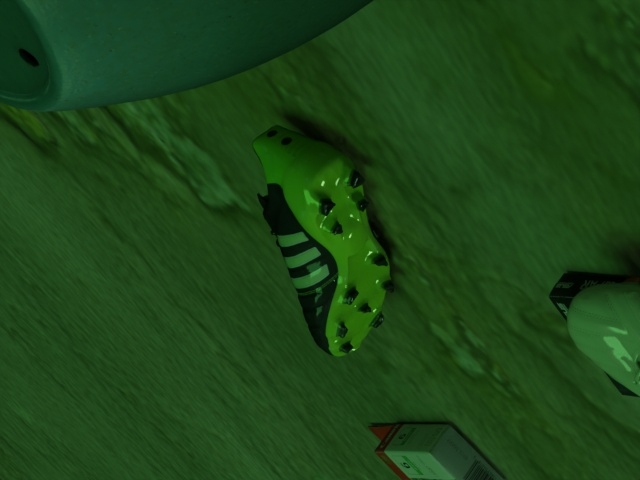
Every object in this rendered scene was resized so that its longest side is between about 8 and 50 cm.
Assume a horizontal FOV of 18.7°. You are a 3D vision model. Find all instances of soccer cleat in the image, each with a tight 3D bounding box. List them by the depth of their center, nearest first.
[{"bbox_3d":[0.206,0.083,0.964,0.196,0.076,0.068,27,144,15],"label":"soccer cleat"},{"bbox_3d":[0.000,0.000,1.173,0.072,0.060,0.179,35,153,33],"label":"soccer cleat"}]

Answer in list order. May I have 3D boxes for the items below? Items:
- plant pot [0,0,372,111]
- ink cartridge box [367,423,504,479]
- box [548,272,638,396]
[{"bbox_3d":[-0.100,-0.168,0.820,0.290,0.195,0.290,32,157,15],"label":"plant pot"},{"bbox_3d":[0.075,0.161,1.385,0.063,0.029,0.115,46,156,-18],"label":"ink cartridge box"},{"bbox_3d":[0.171,0.053,1.054,0.067,0.018,0.083,3,139,53],"label":"box"}]
